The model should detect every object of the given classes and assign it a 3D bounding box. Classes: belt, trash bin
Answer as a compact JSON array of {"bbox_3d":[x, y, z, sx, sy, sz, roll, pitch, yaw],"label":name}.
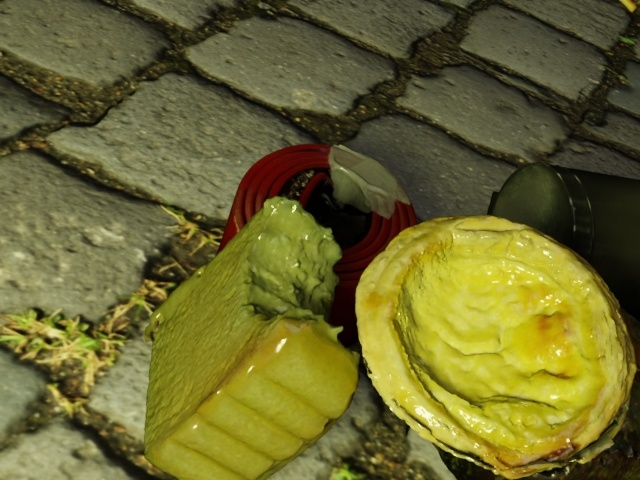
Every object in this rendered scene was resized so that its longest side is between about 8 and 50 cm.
[{"bbox_3d":[0.000,0.000,1.398,0.227,0.115,0.324,26,35,3],"label":"belt"},{"bbox_3d":[0.397,0.013,1.515,0.301,0.203,0.252,6,17,-23],"label":"trash bin"}]

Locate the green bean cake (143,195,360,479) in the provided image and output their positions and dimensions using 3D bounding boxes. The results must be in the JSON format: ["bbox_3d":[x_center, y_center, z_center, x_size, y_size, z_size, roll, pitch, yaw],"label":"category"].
[{"bbox_3d":[-0.060,0.104,1.107,0.124,0.233,0.236,34,27,-25],"label":"green bean cake"}]

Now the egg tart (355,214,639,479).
[{"bbox_3d":[0.159,0.098,1.059,0.279,0.095,0.279,5,53,-7],"label":"egg tart"}]

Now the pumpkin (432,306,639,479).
[{"bbox_3d":[0.249,0.170,1.212,0.320,0.192,0.320,13,33,-8],"label":"pumpkin"}]
